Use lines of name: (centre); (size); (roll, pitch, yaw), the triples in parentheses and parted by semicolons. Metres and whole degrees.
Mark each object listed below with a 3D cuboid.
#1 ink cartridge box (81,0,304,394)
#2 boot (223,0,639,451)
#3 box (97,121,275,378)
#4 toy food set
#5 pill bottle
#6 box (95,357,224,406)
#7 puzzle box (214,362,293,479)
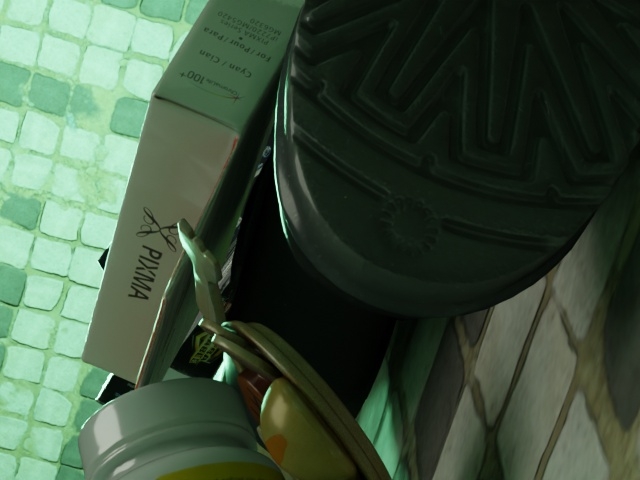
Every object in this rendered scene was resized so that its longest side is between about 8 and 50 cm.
ink cartridge box: (-0.102, 0.010, 1.045); (0.296, 0.066, 0.261); (113, -179, -51)
boot: (0.017, -0.010, 0.867); (0.445, 0.146, 0.367); (119, 172, -52)
box: (-0.089, -0.013, 1.441); (0.220, 0.051, 0.175); (-53, 41, 10)
toy food set: (-0.013, 0.089, 0.754); (0.038, 0.192, 0.132); (-38, -17, -14)
pill bottle: (-0.062, 0.188, 0.903); (0.119, 0.119, 0.208); (114, 144, -50)
box: (-0.102, 0.040, 1.593); (0.290, 0.087, 0.169); (-59, 4, 3)
puzzle box: (-0.076, 0.208, 1.516); (0.409, 0.052, 0.272); (130, 154, -74)
